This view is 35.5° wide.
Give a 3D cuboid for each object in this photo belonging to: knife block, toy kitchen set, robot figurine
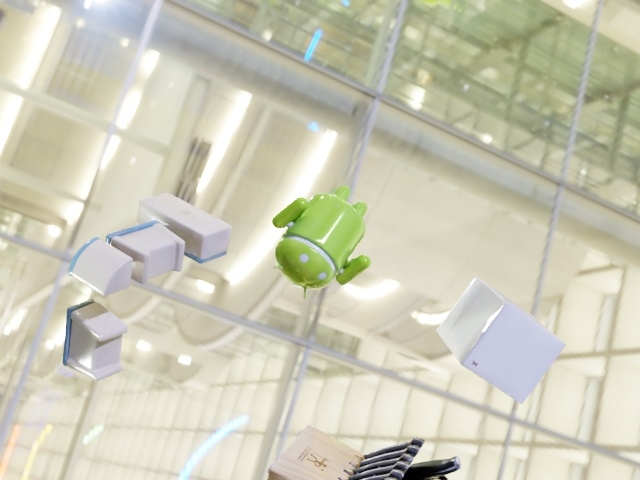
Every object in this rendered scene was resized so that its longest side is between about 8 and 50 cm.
[{"bbox_3d":[0.052,0.322,1.077,0.088,0.242,0.275,-41,153,-51],"label":"knife block"},{"bbox_3d":[-0.234,0.055,1.252,0.122,0.207,0.166,27,-61,31],"label":"toy kitchen set"},{"bbox_3d":[0.000,0.000,0.989,0.115,0.101,0.067,-54,-163,-26],"label":"robot figurine"}]

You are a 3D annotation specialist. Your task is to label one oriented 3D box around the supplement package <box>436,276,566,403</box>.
[{"bbox_3d":[0.247,0.135,1.395,0.105,0.105,0.179,-54,-171,6],"label":"supplement package"}]
